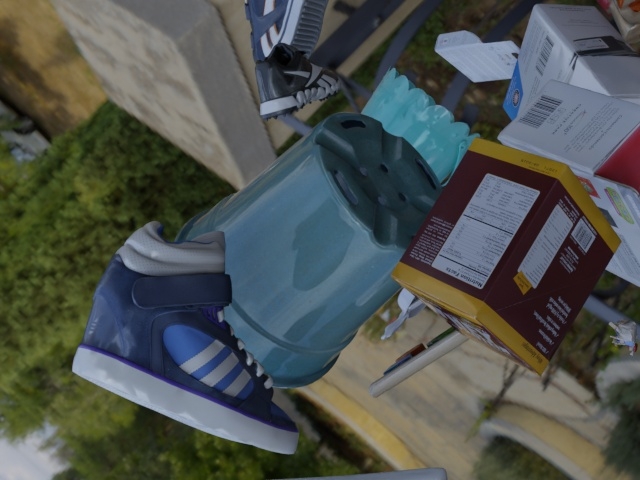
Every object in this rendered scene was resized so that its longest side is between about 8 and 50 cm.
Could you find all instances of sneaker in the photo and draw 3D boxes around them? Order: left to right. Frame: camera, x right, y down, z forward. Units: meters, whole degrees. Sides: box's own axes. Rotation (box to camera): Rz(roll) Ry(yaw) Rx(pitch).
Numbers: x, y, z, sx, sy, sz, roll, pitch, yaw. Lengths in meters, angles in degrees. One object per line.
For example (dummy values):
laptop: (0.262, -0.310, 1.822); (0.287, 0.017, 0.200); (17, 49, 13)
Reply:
sneaker: (-0.126, 0.111, 1.045); (0.323, 0.236, 0.130); (30, 160, -27)
sneaker: (-0.070, -0.410, 1.535); (0.127, 0.126, 0.321); (43, 147, 10)
sneaker: (-0.035, -0.262, 1.317); (0.078, 0.234, 0.106); (-10, 104, 28)

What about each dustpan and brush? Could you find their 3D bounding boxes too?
dustpan and brush: (0.207, 0.148, 1.924); (0.060, 0.211, 0.147); (48, 165, 27)

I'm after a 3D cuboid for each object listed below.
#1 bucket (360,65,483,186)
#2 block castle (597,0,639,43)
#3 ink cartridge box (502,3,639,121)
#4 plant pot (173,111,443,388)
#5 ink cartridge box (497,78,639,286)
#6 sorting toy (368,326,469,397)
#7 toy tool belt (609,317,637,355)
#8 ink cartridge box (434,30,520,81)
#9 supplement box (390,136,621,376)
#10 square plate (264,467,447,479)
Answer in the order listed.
bucket: (0.210, -0.242, 1.902); (0.281, 0.183, 0.281); (36, -167, -10)
block castle: (0.716, -0.625, 1.640); (0.453, 0.303, 0.213); (77, -176, -56)
ink cartridge box: (0.584, -0.309, 1.883); (0.395, 0.166, 0.285); (-106, 19, -46)
plant pot: (0.000, 0.000, 1.291); (0.341, 0.341, 0.334); (44, 127, -5)
ink cartridge box: (0.454, -0.063, 1.245); (0.309, 0.130, 0.272); (46, 175, -36)
sorting toy: (0.232, 0.167, 1.471); (0.041, 0.307, 0.229); (58, -164, 10)
toy tool belt: (0.610, 0.192, 1.692); (0.051, 0.052, 0.083); (12, 145, 33)
ink cartridge box: (0.437, -0.472, 2.132); (0.232, 0.066, 0.189); (-1, 161, 45)
supplement box: (0.221, 0.021, 0.982); (0.129, 0.194, 0.191); (27, 172, 45)
square plate: (0.064, 0.581, 1.444); (0.049, 0.344, 0.347); (108, 158, -82)
